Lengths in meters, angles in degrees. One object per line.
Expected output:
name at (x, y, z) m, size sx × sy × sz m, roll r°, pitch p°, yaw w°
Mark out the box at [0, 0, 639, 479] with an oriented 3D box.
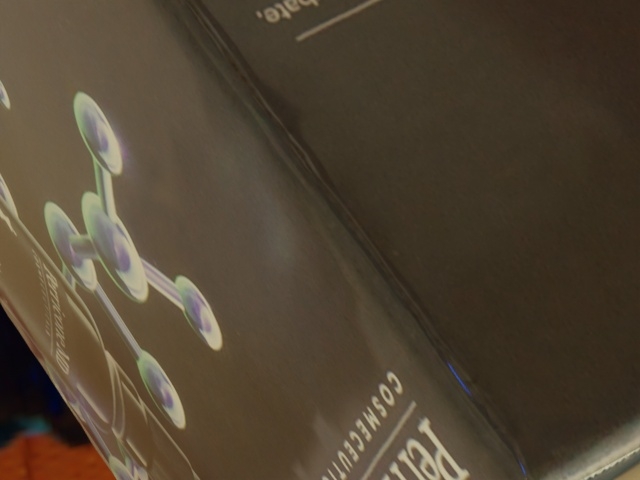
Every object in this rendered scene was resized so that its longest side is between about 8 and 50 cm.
box at (-0.007, -0.075, 0.632) m, size 0.212 × 0.395 × 0.293 m, roll -29°, pitch 163°, yaw -24°
